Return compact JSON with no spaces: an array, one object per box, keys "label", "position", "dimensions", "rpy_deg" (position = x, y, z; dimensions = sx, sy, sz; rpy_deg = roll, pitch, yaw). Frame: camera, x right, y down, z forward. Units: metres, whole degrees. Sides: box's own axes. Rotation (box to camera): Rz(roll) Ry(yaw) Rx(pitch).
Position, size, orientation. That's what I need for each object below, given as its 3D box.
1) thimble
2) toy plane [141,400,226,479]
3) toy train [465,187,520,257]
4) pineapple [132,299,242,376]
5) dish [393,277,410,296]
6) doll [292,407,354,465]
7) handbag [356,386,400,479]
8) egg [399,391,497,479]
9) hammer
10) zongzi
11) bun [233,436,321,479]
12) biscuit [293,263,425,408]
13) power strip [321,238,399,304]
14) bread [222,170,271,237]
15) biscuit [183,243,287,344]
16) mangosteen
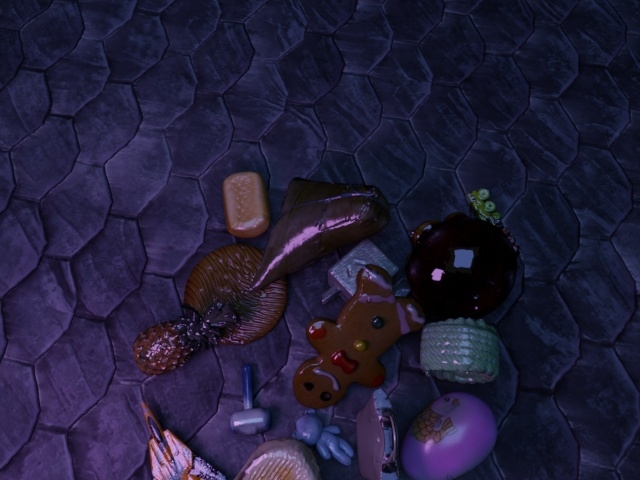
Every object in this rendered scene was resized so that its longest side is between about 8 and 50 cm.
[{"label":"thimble","position":[0.377,0.300,1.483],"dimensions":[0.219,0.219,0.150],"rpy_deg":[6,68,4]},{"label":"toy plane","position":[-0.406,0.575,1.457],"dimensions":[0.204,0.103,0.316],"rpy_deg":[-31,64,-12]},{"label":"toy train","position":[0.538,-0.047,1.696],"dimensions":[0.085,0.053,0.250],"rpy_deg":[-23,70,1]},{"label":"pineapple","position":[-0.370,0.258,1.517],"dimensions":[0.310,0.170,0.141],"rpy_deg":[-26,28,5]},{"label":"dish","position":[0.212,0.165,1.620],"dimensions":[0.137,0.091,0.039],"rpy_deg":[-47,32,-19]},{"label":"doll","position":[0.005,0.545,1.475],"dimensions":[0.179,0.120,0.075],"rpy_deg":[41,120,1]},{"label":"handbag","position":[0.145,0.499,1.352],"dimensions":[0.109,0.315,0.241],"rpy_deg":[-5,68,2]},{"label":"egg","position":[0.331,0.516,1.407],"dimensions":[0.196,0.196,0.271],"rpy_deg":[39,76,15]},{"label":"hammer","position":[-0.198,0.441,1.518],"dimensions":[0.116,0.069,0.194],"rpy_deg":[-7,64,0]},{"label":"zongzi","position":[0.000,0.000,1.561],"dimensions":[0.356,0.174,0.393],"rpy_deg":[5,59,39]},{"label":"bun","position":[-0.109,0.614,1.398],"dimensions":[0.243,0.153,0.244],"rpy_deg":[0,93,-1]},{"label":"biscuit","position":[0.093,0.296,1.490],"dimensions":[0.283,0.064,0.432],"rpy_deg":[43,90,-15]},{"label":"power strip","position":[0.103,0.123,1.592],"dimensions":[0.224,0.139,0.140],"rpy_deg":[-41,74,-13]},{"label":"bread","position":[-0.231,-0.110,1.712],"dimensions":[0.147,0.098,0.217],"rpy_deg":[-7,67,0]},{"label":"biscuit","position":[-0.255,0.158,1.641],"dimensions":[0.317,0.040,0.318],"rpy_deg":[0,69,0]},{"label":"mangosteen","position":[0.380,0.061,1.543],"dimensions":[0.306,0.307,0.347],"rpy_deg":[-26,40,-8]}]
